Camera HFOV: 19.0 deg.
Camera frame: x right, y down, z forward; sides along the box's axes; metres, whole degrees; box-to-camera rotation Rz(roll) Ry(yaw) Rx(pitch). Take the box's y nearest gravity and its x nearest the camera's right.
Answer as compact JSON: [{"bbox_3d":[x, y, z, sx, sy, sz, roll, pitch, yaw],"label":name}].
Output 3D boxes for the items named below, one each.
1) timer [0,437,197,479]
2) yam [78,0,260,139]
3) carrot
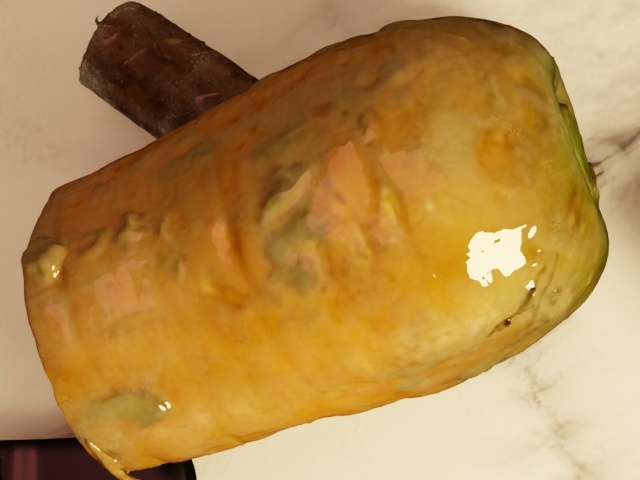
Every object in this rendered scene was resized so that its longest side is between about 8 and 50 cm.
[{"bbox_3d":[-0.175,0.202,1.268,0.187,0.055,0.144,-4,76,14],"label":"timer"},{"bbox_3d":[-0.095,-0.102,1.303,0.141,0.079,0.079,36,89,21],"label":"yam"},{"bbox_3d":[0.000,0.000,1.178,0.340,0.224,0.224,-18,73,12],"label":"carrot"}]
